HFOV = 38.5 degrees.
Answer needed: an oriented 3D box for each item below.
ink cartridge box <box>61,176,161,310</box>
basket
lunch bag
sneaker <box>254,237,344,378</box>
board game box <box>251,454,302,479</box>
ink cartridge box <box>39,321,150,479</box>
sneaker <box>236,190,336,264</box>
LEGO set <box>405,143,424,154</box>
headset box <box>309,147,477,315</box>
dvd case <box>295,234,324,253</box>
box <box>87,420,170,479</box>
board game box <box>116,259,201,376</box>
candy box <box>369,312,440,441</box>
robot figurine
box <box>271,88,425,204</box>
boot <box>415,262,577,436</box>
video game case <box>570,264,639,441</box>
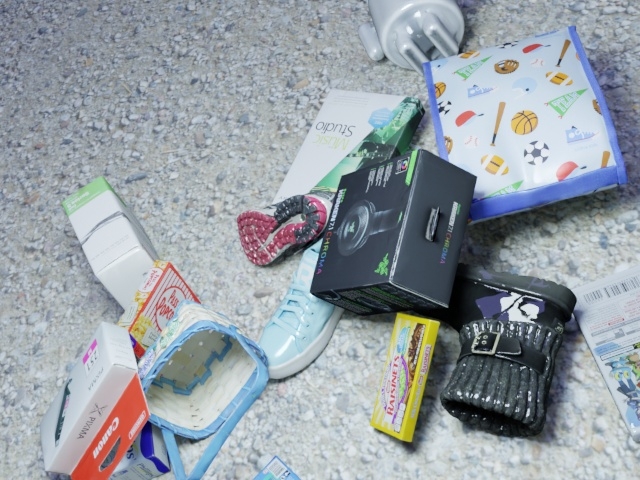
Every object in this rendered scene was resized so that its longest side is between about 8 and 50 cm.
[{"bbox_3d":[-0.431,0.022,1.983,0.114,0.198,0.273,-33,46,-4],"label":"ink cartridge box"},{"bbox_3d":[-0.215,0.264,1.657,0.255,0.201,0.289,-54,39,8],"label":"basket"},{"bbox_3d":[0.385,-0.196,1.767,0.327,0.239,0.386,-15,40,11],"label":"lunch bag"},{"bbox_3d":[-0.020,0.090,1.768,0.135,0.150,0.366,20,62,37],"label":"sneaker"},{"bbox_3d":[-0.094,0.489,1.534,0.210,0.047,0.160,-43,48,-14],"label":"board game box"},{"bbox_3d":[-0.419,0.327,1.672,0.275,0.060,0.239,-56,34,18],"label":"ink cartridge box"},{"bbox_3d":[-0.064,-0.027,1.890,0.112,0.121,0.299,-20,4,-42],"label":"sneaker"},{"bbox_3d":[0.084,-0.200,2.033,0.182,0.060,0.244,-42,47,-18],"label":"LEGO set"},{"bbox_3d":[0.131,-0.007,1.620,0.283,0.131,0.247,-12,59,59],"label":"headset box"},{"bbox_3d":[0.000,0.000,1.930,0.119,0.013,0.087,31,69,39],"label":"dvd case"},{"bbox_3d":[-0.363,0.391,1.727,0.137,0.072,0.126,-23,47,5],"label":"box"},{"bbox_3d":[-0.331,0.160,1.856,0.045,0.147,0.194,7,56,30],"label":"board game box"},{"bbox_3d":[0.143,0.231,1.569,0.105,0.027,0.206,5,80,64],"label":"candy box"},{"bbox_3d":[0.218,-0.542,2.159,0.299,0.200,0.354,-29,45,20],"label":"robot figurine"},{"bbox_3d":[0.061,-0.179,1.979,0.232,0.058,0.322,11,66,34],"label":"box"},{"bbox_3d":[0.251,0.180,1.581,0.347,0.131,0.260,6,64,40],"label":"boot"},{"bbox_3d":[0.611,0.147,1.505,0.328,0.036,0.300,-20,46,7],"label":"video game case"}]
